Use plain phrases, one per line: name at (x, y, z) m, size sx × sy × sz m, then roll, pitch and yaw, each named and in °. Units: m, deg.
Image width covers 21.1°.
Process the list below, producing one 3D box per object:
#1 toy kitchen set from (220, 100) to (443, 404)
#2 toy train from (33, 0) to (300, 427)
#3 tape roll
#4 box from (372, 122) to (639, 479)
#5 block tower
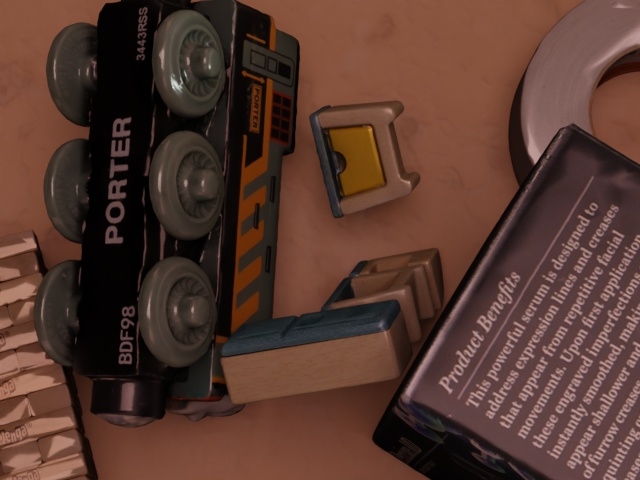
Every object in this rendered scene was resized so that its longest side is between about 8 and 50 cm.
toy kitchen set at (0.000, 0.000, 1.230) m, size 0.122 × 0.207 × 0.166 m, roll -11°, pitch 101°, yaw 16°
toy train at (-0.101, -0.029, 1.252) m, size 0.142 × 0.190 × 0.333 m, roll -3°, pitch 80°, yaw 33°
tape roll at (0.259, -0.089, 1.330) m, size 0.219 × 0.072 × 0.219 m, roll 0°, pitch 78°, yaw -2°
box at (0.260, 0.139, 1.171) m, size 0.395 × 0.293 × 0.212 m, roll 32°, pitch 79°, yaw 5°
block tower at (-0.215, 0.153, 1.260) m, size 0.097 × 0.091 × 0.335 m, roll -16°, pitch 80°, yaw -5°
